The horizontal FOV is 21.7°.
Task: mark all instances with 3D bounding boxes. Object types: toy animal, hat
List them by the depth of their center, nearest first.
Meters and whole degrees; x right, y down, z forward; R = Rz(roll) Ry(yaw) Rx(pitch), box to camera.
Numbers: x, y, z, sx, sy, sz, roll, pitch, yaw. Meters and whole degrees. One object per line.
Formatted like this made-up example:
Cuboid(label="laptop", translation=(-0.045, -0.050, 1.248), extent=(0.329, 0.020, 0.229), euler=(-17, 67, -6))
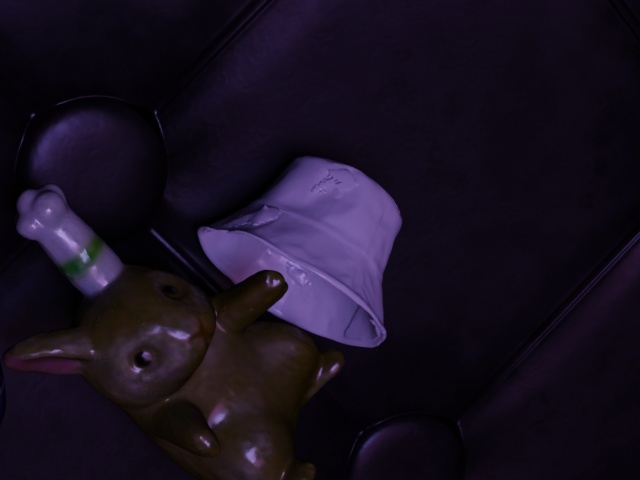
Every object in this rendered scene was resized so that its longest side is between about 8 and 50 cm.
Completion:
Cuboid(label="toy animal", translation=(-0.133, 0.103, 1.521), extent=(0.363, 0.180, 0.181), euler=(44, 54, -42))
Cuboid(label="hat", translation=(0.000, 0.000, 1.585), extent=(0.203, 0.203, 0.126), euler=(44, 67, -29))

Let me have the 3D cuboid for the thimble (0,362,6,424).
Cuboid(label="thimble", translation=(-0.397, 0.125, 1.451), extent=(0.237, 0.150, 0.237), euler=(-8, 113, -21))
